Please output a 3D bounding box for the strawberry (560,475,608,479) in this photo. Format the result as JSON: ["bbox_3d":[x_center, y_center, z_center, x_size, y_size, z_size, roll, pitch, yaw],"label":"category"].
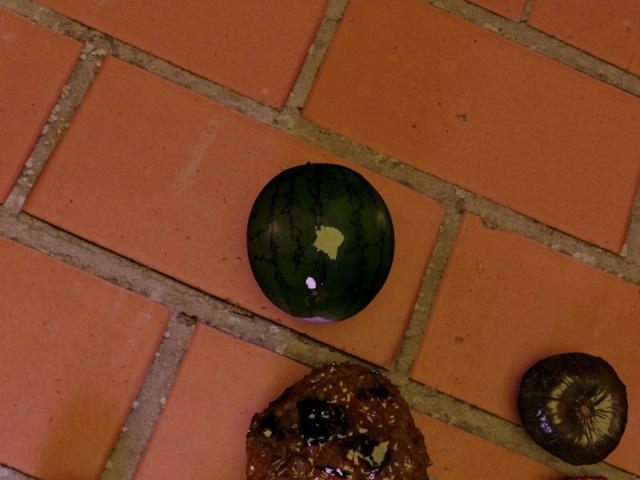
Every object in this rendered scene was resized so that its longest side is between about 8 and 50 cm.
[{"bbox_3d":[0.596,0.642,1.567,0.236,0.111,0.190,-17,70,-34],"label":"strawberry"}]

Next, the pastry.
[{"bbox_3d":[0.032,0.434,1.425,0.405,0.292,0.337,-4,66,9],"label":"pastry"}]

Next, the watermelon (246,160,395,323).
[{"bbox_3d":[0.000,0.000,1.486,0.363,0.363,0.363,2,78,-8],"label":"watermelon"}]

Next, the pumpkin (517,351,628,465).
[{"bbox_3d":[0.589,0.386,1.565,0.260,0.189,0.260,1,78,-6],"label":"pumpkin"}]

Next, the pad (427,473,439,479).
[{"bbox_3d":[0.166,0.651,1.547,0.176,0.002,0.266,20,77,-3],"label":"pad"}]
